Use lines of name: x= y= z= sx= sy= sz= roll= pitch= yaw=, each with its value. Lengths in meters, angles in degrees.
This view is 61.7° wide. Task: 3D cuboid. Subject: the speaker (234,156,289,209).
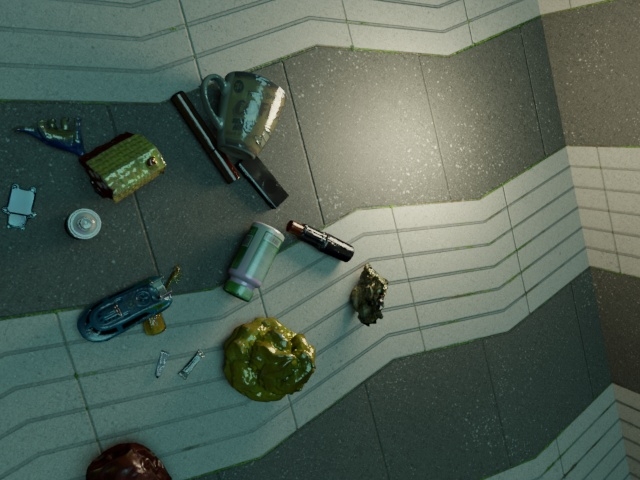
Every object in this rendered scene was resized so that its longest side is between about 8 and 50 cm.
speaker: x=-0.217 y=-0.221 z=1.991 sx=0.082 sy=0.044 sz=0.218 roll=-46 pitch=109 yaw=-20

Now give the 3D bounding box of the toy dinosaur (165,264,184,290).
toy dinosaur: x=-0.502 y=0.136 z=1.849 sx=0.041 sy=0.026 sz=0.113 roll=25 pitch=69 yaw=-18

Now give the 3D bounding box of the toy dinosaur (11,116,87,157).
toy dinosaur: x=-0.813 y=-0.288 z=1.673 sx=0.248 sy=0.075 sz=0.188 roll=-12 pitch=106 yaw=-32

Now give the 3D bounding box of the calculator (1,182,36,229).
calculator: x=-0.918 y=-0.102 z=1.639 sx=0.094 sy=0.019 sz=0.141 roll=12 pitch=86 yaw=-27

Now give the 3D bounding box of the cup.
cup: x=-0.285 y=-0.433 z=1.839 sx=0.301 sy=0.227 sz=0.257 roll=24 pitch=76 yaw=-37

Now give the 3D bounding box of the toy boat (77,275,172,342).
toy boat: x=-0.630 y=0.213 z=1.720 sx=0.299 sy=0.092 sz=0.134 roll=-29 pitch=79 yaw=-25

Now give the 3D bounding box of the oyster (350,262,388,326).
oyster: x=0.198 y=0.211 z=2.120 sx=0.092 sy=0.198 sz=0.259 roll=28 pitch=56 yaw=-22

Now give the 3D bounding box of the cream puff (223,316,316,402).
cream puff: x=-0.171 y=0.428 z=1.898 sx=0.324 sy=0.257 sz=0.291 roll=39 pitch=69 yaw=-22

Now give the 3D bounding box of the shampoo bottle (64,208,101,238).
shampoo bottle: x=-0.706 y=-0.046 z=1.589 sx=0.092 sy=0.303 sz=0.092 roll=0 pitch=91 yaw=-27

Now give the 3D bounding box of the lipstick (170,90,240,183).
lipstick: x=-0.403 y=-0.360 z=1.889 sx=0.057 sy=0.057 sz=0.356 roll=-40 pitch=107 yaw=-22

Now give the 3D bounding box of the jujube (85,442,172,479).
jujube: x=-0.580 y=0.830 z=1.679 sx=0.276 sy=0.276 sz=0.377 roll=-30 pitch=102 yaw=-24

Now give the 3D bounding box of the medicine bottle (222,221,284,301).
medicine bottle: x=-0.244 y=0.079 z=1.926 sx=0.133 sy=0.133 sz=0.274 roll=32 pitch=74 yaw=-24

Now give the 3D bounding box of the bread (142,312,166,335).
bread: x=-0.563 y=0.266 z=1.804 sx=0.072 sy=0.053 sz=0.106 roll=-14 pitch=91 yaw=-30

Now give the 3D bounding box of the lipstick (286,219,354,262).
lipstick: x=0.000 y=0.000 z=2.082 sx=0.300 sy=0.081 sz=0.081 roll=27 pitch=78 yaw=-27

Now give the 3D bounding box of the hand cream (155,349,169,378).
hand cream: x=-0.545 y=0.424 z=1.835 sx=0.030 sy=0.019 sz=0.093 roll=21 pitch=73 yaw=-24

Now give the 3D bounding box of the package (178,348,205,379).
package: x=-0.450 y=0.434 z=1.881 sx=0.037 sy=0.015 sz=0.110 roll=46 pitch=71 yaw=-20

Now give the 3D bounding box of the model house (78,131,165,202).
model house: x=-0.605 y=-0.225 z=1.657 sx=0.196 sy=0.254 sz=0.160 roll=-38 pitch=118 yaw=-24
